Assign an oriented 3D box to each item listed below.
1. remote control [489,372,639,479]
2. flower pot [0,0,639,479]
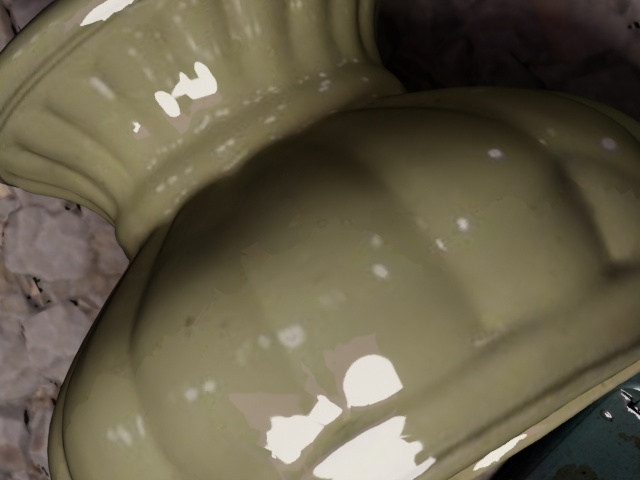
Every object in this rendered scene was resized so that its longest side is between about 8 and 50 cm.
[{"bbox_3d":[0.117,0.142,0.939,0.072,0.042,0.222,36,117,3],"label":"remote control"},{"bbox_3d":[0.000,0.000,0.793,0.307,0.307,0.244,-36,80,26],"label":"flower pot"}]
